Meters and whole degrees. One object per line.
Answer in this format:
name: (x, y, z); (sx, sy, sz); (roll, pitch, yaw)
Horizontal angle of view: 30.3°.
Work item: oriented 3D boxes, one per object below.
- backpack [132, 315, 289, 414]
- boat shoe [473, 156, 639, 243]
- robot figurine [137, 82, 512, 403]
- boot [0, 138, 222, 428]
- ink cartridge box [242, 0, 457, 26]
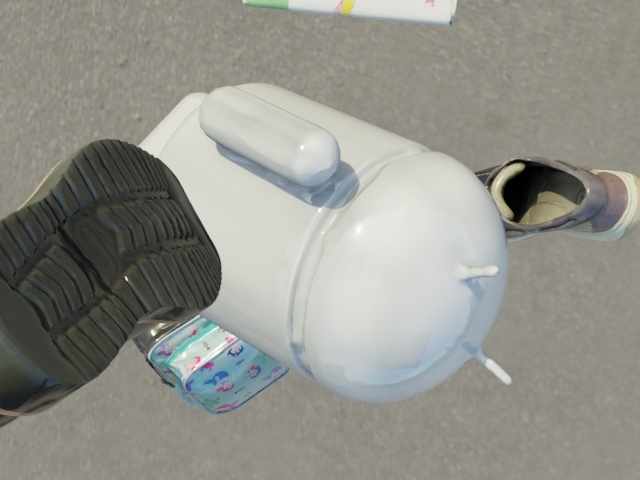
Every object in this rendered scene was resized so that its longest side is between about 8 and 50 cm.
backpack: (-0.150, 0.143, 1.767); (0.225, 0.191, 0.253); (-35, 154, -9)
boat shoe: (0.228, -0.051, 1.330); (0.092, 0.285, 0.102); (19, 83, -35)
robot figurine: (0.000, 0.000, 0.934); (0.200, 0.353, 0.300); (-52, 144, -17)
boot: (-0.124, 0.032, 0.433); (0.137, 0.198, 0.077); (-32, 90, 17)
ink cartridge box: (0.039, -0.302, 1.187); (0.212, 0.093, 0.154); (7, 100, 7)
